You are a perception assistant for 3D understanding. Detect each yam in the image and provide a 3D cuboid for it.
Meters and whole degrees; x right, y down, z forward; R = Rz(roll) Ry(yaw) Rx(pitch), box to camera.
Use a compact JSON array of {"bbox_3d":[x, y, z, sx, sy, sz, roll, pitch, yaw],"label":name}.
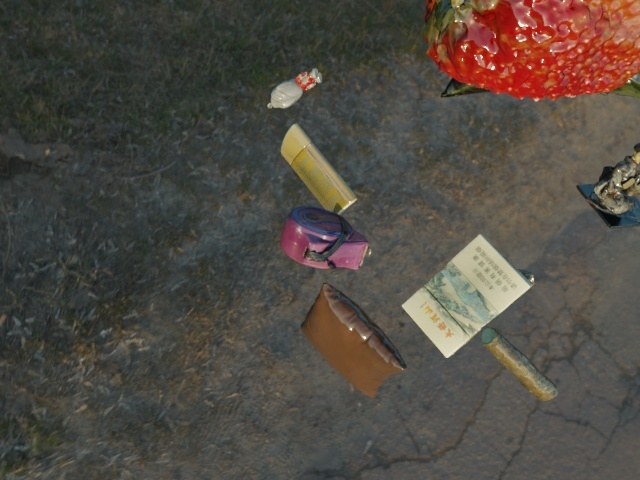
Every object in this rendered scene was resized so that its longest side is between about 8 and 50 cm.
[{"bbox_3d":[0.466,0.291,1.363,0.274,0.061,0.061,42,53,-27],"label":"yam"}]

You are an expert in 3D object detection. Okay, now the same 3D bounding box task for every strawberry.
[{"bbox_3d":[0.343,-0.332,0.863,0.352,0.312,0.267,23,79,-15],"label":"strawberry"}]

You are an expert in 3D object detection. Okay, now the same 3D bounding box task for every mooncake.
[{"bbox_3d":[0.570,0.132,1.787,0.130,0.125,0.073,-27,97,-29],"label":"mooncake"}]

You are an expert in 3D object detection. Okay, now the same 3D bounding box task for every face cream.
[{"bbox_3d":[-0.014,-0.203,1.726,0.067,0.139,0.285,-38,88,-32],"label":"face cream"}]

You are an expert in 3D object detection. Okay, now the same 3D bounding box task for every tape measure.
[{"bbox_3d":[0.000,0.000,0.915,0.118,0.074,0.125,3,27,-32],"label":"tape measure"}]

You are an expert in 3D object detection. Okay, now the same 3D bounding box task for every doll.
[{"bbox_3d":[-0.077,-0.434,1.680,0.094,0.180,0.079,32,33,-62],"label":"doll"}]

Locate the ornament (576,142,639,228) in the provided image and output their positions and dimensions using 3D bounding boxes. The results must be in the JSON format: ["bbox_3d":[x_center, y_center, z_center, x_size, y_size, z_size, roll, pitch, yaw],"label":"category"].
[{"bbox_3d":[0.750,-0.151,1.394,0.167,0.196,0.153,-6,48,-19],"label":"ornament"}]

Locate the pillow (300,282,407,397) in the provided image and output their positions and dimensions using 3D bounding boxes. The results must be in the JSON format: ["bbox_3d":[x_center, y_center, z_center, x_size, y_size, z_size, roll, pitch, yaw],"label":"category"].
[{"bbox_3d":[0.083,0.281,1.609,0.305,0.307,0.108,44,61,12],"label":"pillow"}]

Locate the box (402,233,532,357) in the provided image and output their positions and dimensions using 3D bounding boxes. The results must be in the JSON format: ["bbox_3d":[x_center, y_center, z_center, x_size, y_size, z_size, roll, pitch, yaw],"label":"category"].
[{"bbox_3d":[0.342,0.130,1.375,0.164,0.256,0.069,50,17,18],"label":"box"}]

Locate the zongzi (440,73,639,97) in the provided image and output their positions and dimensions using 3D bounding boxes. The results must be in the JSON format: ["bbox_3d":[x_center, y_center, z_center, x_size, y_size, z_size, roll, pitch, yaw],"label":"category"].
[{"bbox_3d":[0.443,-0.388,1.202,0.384,0.362,0.319,22,33,-34],"label":"zongzi"}]
